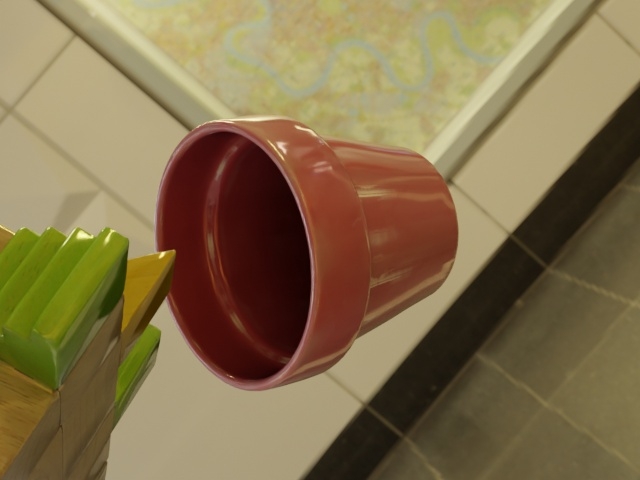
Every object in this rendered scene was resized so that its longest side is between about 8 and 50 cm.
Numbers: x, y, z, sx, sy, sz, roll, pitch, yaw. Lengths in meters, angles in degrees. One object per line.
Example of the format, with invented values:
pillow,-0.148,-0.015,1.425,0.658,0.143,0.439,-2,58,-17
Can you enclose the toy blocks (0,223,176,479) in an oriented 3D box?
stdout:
toy blocks,-0.237,0.057,0.562,0.190,0.261,0.381,-60,-4,-29

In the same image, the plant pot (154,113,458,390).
plant pot,0.000,0.000,0.889,0.180,0.201,0.201,-11,-17,-40
